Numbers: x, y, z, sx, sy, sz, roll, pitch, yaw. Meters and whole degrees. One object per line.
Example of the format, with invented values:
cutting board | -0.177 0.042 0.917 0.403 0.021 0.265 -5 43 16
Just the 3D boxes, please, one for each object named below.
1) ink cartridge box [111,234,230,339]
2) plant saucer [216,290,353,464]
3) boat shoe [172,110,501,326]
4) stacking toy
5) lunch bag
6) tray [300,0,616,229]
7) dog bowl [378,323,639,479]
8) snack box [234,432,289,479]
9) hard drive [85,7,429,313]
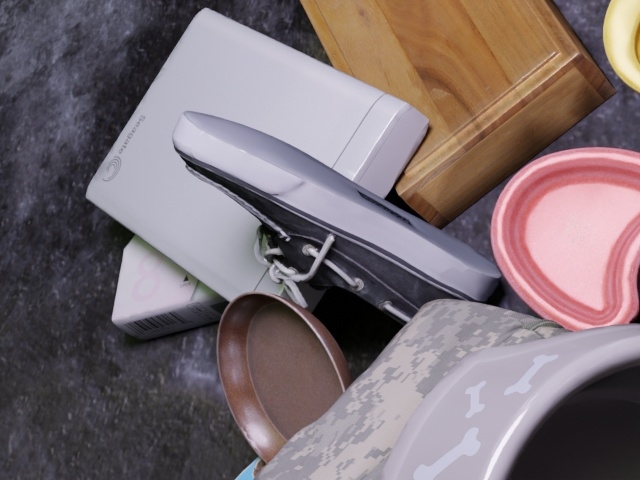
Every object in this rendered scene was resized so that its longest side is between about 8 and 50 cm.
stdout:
ink cartridge box | -0.107 -0.027 1.739 0.189 0.066 0.232 -16 57 33
plant saucer | -0.023 0.118 1.437 0.029 0.168 0.168 -22 27 -36
boat shoe | -0.001 -0.001 1.456 0.105 0.306 0.113 -58 23 12
stacking toy | 0.307 -0.033 1.384 0.279 0.130 0.309 33 89 22
lunch bag | 0.082 0.190 1.260 0.305 0.213 0.256 -42 41 -23
tray | 0.103 -0.218 1.675 0.203 0.076 0.411 -39 44 14
dog bowl | 0.202 0.213 1.081 0.102 0.348 0.349 -19 46 66
snack box | -0.013 0.323 1.408 0.187 0.060 0.322 -45 42 4
hard drive | -0.072 -0.075 1.656 0.353 0.047 0.233 32 89 50
